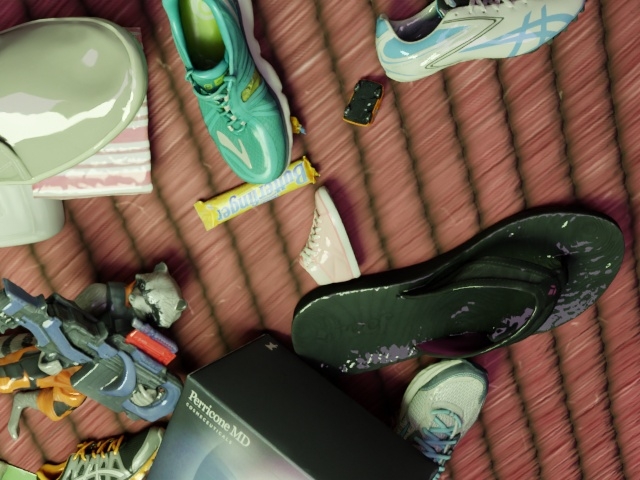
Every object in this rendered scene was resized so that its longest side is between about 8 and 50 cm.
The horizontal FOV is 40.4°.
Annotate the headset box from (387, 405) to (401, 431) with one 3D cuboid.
[{"bbox_3d":[0.141,0.257,1.236,0.083,0.032,0.062,-42,110,16],"label":"headset box"}]

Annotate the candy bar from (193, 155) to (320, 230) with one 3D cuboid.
[{"bbox_3d":[-0.078,-0.060,1.080,0.161,0.018,0.040,-23,115,10],"label":"candy bar"}]

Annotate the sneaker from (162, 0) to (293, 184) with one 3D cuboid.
[{"bbox_3d":[-0.112,-0.176,0.963,0.107,0.110,0.275,-11,120,18],"label":"sneaker"}]

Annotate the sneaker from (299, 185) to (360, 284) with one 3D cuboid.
[{"bbox_3d":[0.000,0.000,1.093,0.070,0.051,0.134,-19,120,2],"label":"sneaker"}]

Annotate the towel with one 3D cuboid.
[{"bbox_3d":[-0.271,-0.146,1.008,0.144,0.029,0.197,-2,106,-3],"label":"towel"}]

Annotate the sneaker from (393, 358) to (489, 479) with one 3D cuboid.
[{"bbox_3d":[0.141,0.285,1.163,0.110,0.122,0.283,27,112,-15],"label":"sneaker"}]

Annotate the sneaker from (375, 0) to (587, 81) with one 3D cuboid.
[{"bbox_3d":[0.176,-0.244,0.956,0.237,0.085,0.086,-17,131,7],"label":"sneaker"}]

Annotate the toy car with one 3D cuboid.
[{"bbox_3d":[0.017,-0.157,1.035,0.122,0.060,0.040,1,162,16],"label":"toy car"}]

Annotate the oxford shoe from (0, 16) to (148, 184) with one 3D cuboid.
[{"bbox_3d":[-0.400,-0.130,0.934,0.449,0.130,0.169,-11,94,12],"label":"oxford shoe"}]

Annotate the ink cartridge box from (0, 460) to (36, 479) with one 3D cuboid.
[{"bbox_3d":[-0.498,0.398,1.278,0.235,0.056,0.171,29,112,-13],"label":"ink cartridge box"}]

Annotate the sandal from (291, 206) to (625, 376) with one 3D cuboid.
[{"bbox_3d":[0.180,0.092,1.113,0.445,0.107,0.168,-20,115,9],"label":"sandal"}]

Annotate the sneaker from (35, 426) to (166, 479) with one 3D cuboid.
[{"bbox_3d":[-0.313,0.319,1.230,0.215,0.084,0.083,-33,101,10],"label":"sneaker"}]

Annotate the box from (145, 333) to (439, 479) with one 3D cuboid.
[{"bbox_3d":[-0.060,0.334,1.112,0.296,0.182,0.294,35,117,21],"label":"box"}]

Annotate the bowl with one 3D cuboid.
[{"bbox_3d":[-0.395,-0.051,1.056,0.142,0.053,0.142,-7,118,2],"label":"bowl"}]

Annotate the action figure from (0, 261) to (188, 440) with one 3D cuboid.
[{"bbox_3d":[-0.325,0.117,1.080,0.330,0.178,0.341,-26,139,5],"label":"action figure"}]
